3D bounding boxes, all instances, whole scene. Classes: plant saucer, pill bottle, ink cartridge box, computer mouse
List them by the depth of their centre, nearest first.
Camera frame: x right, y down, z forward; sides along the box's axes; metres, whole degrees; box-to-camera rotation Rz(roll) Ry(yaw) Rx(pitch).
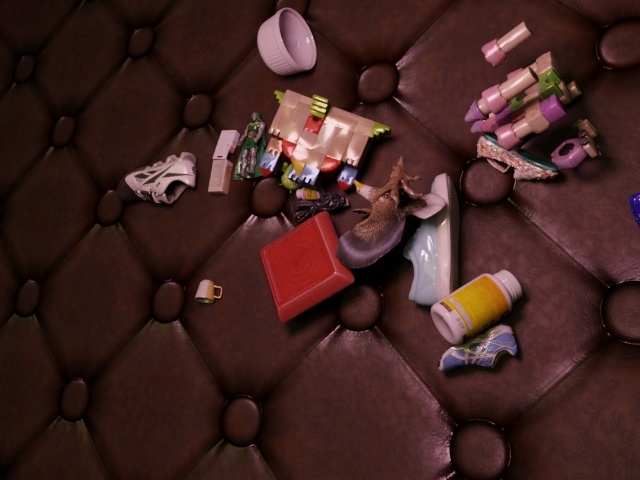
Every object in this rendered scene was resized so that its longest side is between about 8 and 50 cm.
[{"bbox_3d":[0.390,0.160,1.525,0.214,0.117,0.117,-30,60,-12],"label":"pill bottle"},{"bbox_3d":[-0.058,0.068,1.768,0.258,0.047,0.259,-32,57,17],"label":"plant saucer"},{"bbox_3d":[0.000,0.000,1.836,0.188,0.072,0.273,-11,64,27],"label":"computer mouse"},{"bbox_3d":[-0.032,-0.146,1.909,0.083,0.043,0.044,-1,74,27],"label":"pill bottle"},{"bbox_3d":[-0.325,-0.324,2.115,0.062,0.029,0.115,4,69,30],"label":"ink cartridge box"}]

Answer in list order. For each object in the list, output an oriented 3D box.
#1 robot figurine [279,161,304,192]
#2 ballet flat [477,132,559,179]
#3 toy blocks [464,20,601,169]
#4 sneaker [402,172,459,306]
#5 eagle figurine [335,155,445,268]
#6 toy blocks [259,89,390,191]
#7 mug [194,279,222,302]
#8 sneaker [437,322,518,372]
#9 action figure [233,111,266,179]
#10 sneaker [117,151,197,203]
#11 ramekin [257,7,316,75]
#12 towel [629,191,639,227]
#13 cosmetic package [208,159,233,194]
[{"bbox_3d":[-0.078,-0.209,1.938,0.101,0.067,0.115,37,92,-1],"label":"robot figurine"},{"bbox_3d":[0.518,-0.208,1.632,0.241,0.091,0.077,39,125,35],"label":"ballet flat"},{"bbox_3d":[0.499,-0.323,1.570,0.260,0.309,0.289,-33,30,38],"label":"toy blocks"},{"bbox_3d":[0.288,-0.004,1.647,0.150,0.135,0.366,-2,73,24],"label":"sneaker"},{"bbox_3d":[0.167,-0.077,1.635,0.226,0.298,0.225,-10,55,-21],"label":"eagle figurine"},{"bbox_3d":[-0.014,-0.271,1.839,0.381,0.191,0.261,22,85,10],"label":"toy blocks"},{"bbox_3d":[-0.364,0.165,1.989,0.062,0.078,0.064,-30,48,53],"label":"mug"},{"bbox_3d":[0.392,0.285,1.536,0.211,0.080,0.081,-31,61,17],"label":"sneaker"},{"bbox_3d":[-0.231,-0.324,2.060,0.137,0.063,0.233,-3,70,30],"label":"action figure"},{"bbox_3d":[-0.581,-0.184,2.161,0.330,0.122,0.146,-22,64,21],"label":"sneaker"},{"bbox_3d":[-0.115,-0.643,2.016,0.108,0.207,0.207,-13,69,33],"label":"ramekin"},{"bbox_3d":[0.891,-0.062,1.384,0.308,0.076,0.228,-22,65,20],"label":"towel"},{"bbox_3d":[-0.340,-0.215,2.092,0.060,0.041,0.115,2,76,26],"label":"cosmetic package"}]
